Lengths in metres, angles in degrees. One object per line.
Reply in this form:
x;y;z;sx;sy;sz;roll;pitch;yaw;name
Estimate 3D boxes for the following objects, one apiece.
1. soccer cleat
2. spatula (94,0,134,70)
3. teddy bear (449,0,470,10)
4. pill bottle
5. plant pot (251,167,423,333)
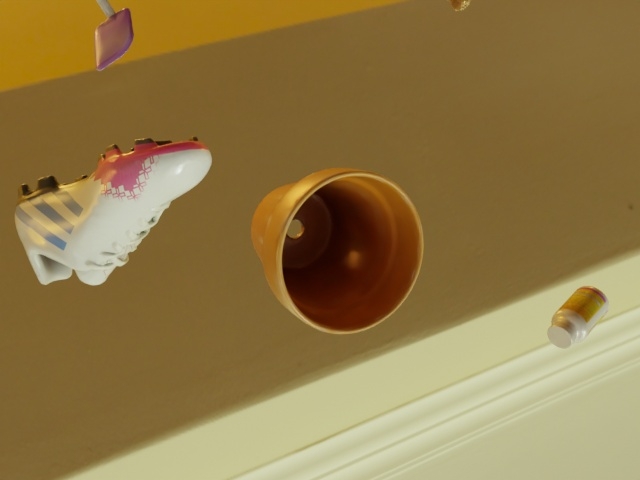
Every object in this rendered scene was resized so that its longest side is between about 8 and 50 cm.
-0.241;-0.026;0.867;0.116;0.331;0.143;-11;-91;-52;soccer cleat
-0.364;-0.416;1.186;0.084;0.030;0.296;-25;-104;22;spatula
0.293;-0.583;1.304;0.113;0.338;0.245;-21;-137;-16;teddy bear
0.296;0.090;0.841;0.083;0.043;0.043;-34;-106;-36;pill bottle
0.000;0.000;0.969;0.205;0.188;0.205;-6;-77;-26;plant pot
